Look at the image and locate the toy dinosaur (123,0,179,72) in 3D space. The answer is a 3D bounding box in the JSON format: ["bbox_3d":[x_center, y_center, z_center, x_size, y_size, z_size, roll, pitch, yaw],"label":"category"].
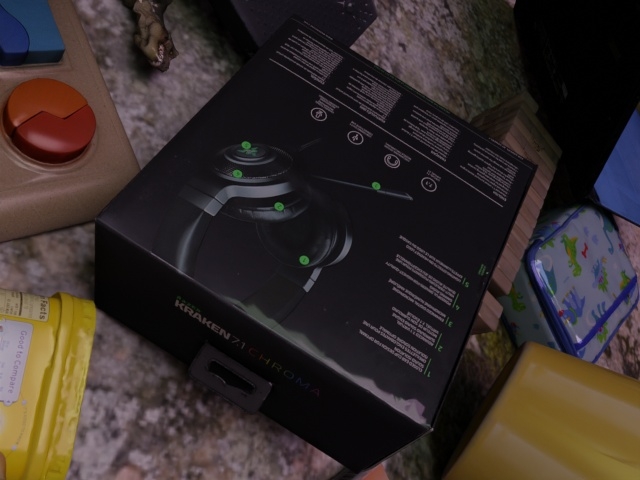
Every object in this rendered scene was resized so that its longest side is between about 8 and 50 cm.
[{"bbox_3d":[-0.161,-0.278,0.552,0.118,0.064,0.269,24,67,-51],"label":"toy dinosaur"}]

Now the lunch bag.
[{"bbox_3d":[0.318,0.054,0.812,0.219,0.090,0.176,-29,97,-39],"label":"lunch bag"}]

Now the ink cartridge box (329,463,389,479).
[{"bbox_3d":[0.027,0.301,0.528,0.145,0.045,0.179,-24,88,-40],"label":"ink cartridge box"}]

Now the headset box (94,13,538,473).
[{"bbox_3d":[0.000,0.000,0.496,0.246,0.131,0.283,31,54,1],"label":"headset box"}]

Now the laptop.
[{"bbox_3d":[0.419,-0.240,0.841,0.236,0.408,0.382,-2,56,-1],"label":"laptop"}]

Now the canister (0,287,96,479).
[{"bbox_3d":[-0.234,0.080,0.375,0.169,0.073,0.126,17,66,-32],"label":"canister"}]

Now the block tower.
[{"bbox_3d":[0.184,-0.030,0.731,0.097,0.091,0.336,45,53,-19],"label":"block tower"}]

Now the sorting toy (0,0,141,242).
[{"bbox_3d":[-0.285,-0.099,0.414,0.307,0.041,0.229,-19,87,-41],"label":"sorting toy"}]

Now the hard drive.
[{"bbox_3d":[-0.050,-0.277,0.589,0.172,0.054,0.255,-52,129,-26],"label":"hard drive"}]

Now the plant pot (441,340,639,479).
[{"bbox_3d":[0.256,0.224,0.589,0.238,0.254,0.254,31,49,17],"label":"plant pot"}]
